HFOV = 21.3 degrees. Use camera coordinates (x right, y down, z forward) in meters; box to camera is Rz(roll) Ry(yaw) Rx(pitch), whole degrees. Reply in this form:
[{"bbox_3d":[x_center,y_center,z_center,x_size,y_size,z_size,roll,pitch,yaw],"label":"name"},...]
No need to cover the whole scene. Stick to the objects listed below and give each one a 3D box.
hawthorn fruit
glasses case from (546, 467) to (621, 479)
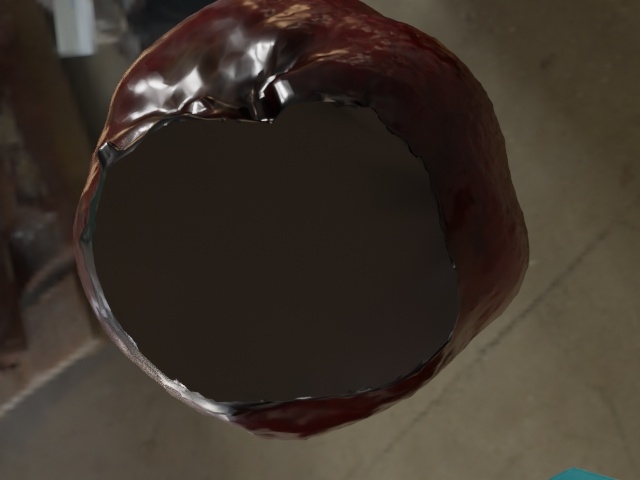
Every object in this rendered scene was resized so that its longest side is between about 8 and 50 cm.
[{"bbox_3d":[0.000,0.000,0.732,0.189,0.251,0.189,-4,72,14],"label":"hawthorn fruit"},{"bbox_3d":[0.066,0.215,0.910,0.117,0.301,0.070,7,113,59],"label":"glasses case"}]
